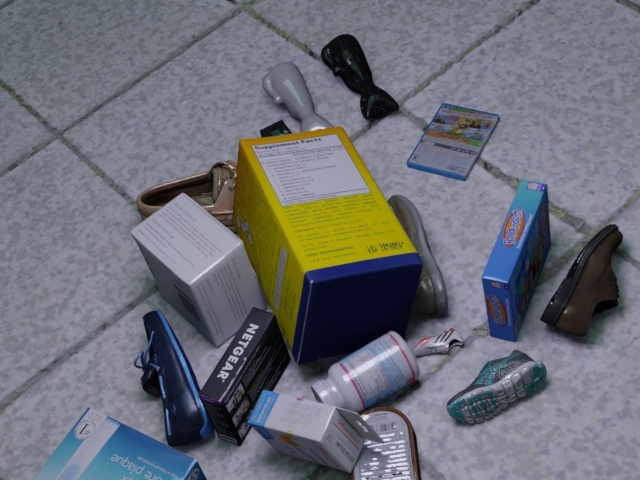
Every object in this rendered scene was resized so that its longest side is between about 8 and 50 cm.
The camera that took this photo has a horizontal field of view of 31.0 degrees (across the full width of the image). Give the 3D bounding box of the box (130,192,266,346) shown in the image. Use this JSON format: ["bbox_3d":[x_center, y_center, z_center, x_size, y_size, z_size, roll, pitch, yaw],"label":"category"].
[{"bbox_3d":[-0.205,0.050,1.966,0.119,0.181,0.182,-38,51,-19],"label":"box"}]

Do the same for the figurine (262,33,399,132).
[{"bbox_3d":[0.020,-0.281,2.259,0.214,0.092,0.209,-26,53,-7],"label":"figurine"}]

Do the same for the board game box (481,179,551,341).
[{"bbox_3d":[0.319,0.032,1.863,0.047,0.160,0.210,12,54,23],"label":"board game box"}]

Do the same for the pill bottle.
[{"bbox_3d":[0.069,0.216,1.818,0.160,0.087,0.087,-29,50,-10],"label":"pill bottle"}]

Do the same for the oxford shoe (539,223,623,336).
[{"bbox_3d":[0.444,0.069,1.867,0.096,0.083,0.227,30,62,11],"label":"oxford shoe"}]

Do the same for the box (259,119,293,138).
[{"bbox_3d":[-0.072,-0.177,2.203,0.052,0.062,0.083,-27,50,-11],"label":"box"}]

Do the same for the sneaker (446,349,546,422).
[{"bbox_3d":[0.265,0.224,1.791,0.166,0.065,0.076,-24,32,-10],"label":"sneaker"}]

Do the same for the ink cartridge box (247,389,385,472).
[{"bbox_3d":[-0.006,0.289,1.732,0.181,0.104,0.062,6,59,39],"label":"ink cartridge box"}]

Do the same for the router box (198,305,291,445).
[{"bbox_3d":[-0.117,0.215,1.836,0.046,0.133,0.179,16,55,24],"label":"router box"}]

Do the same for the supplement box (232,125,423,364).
[{"bbox_3d":[0.000,0.000,1.917,0.194,0.195,0.357,-9,46,-20],"label":"supplement box"}]

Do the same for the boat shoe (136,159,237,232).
[{"bbox_3d":[-0.165,-0.083,2.115,0.341,0.110,0.122,-17,48,0],"label":"boat shoe"}]

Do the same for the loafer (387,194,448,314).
[{"bbox_3d":[0.141,0.024,1.958,0.087,0.094,0.251,-15,49,-4],"label":"loafer"}]

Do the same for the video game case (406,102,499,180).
[{"bbox_3d":[0.249,-0.187,2.162,0.119,0.015,0.166,16,56,26],"label":"video game case"}]

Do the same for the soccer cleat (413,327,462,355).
[{"bbox_3d":[0.190,0.170,1.867,0.083,0.029,0.036,-21,44,-10],"label":"soccer cleat"}]

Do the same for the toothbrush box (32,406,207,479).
[{"bbox_3d":[-0.328,0.424,1.681,0.216,0.126,0.295,21,59,27],"label":"toothbrush box"}]

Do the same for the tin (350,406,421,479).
[{"bbox_3d":[0.095,0.337,1.745,0.106,0.040,0.190,-13,49,9],"label":"tin"}]

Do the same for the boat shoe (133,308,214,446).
[{"bbox_3d":[-0.257,0.219,1.888,0.089,0.109,0.258,-26,47,-4],"label":"boat shoe"}]
